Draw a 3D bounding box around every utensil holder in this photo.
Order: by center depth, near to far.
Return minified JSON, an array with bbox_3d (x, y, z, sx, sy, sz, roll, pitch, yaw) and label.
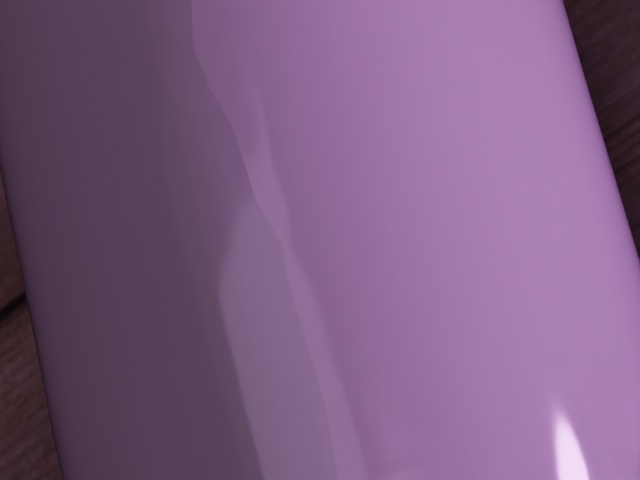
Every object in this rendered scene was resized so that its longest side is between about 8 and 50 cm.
[{"bbox_3d":[0.000,0.000,0.814,0.327,0.327,0.386,-21,72,21],"label":"utensil holder"}]
